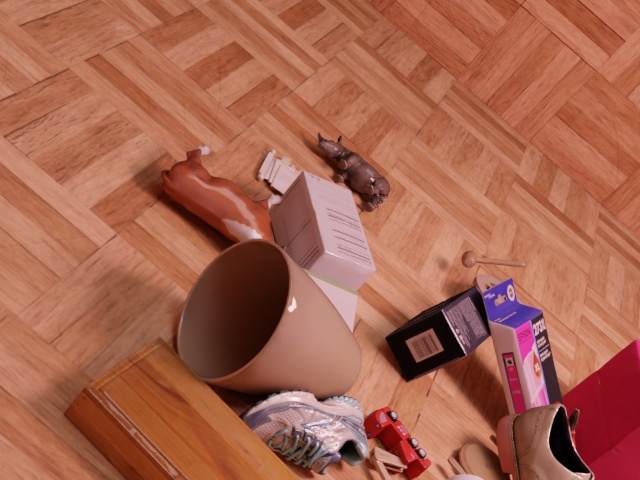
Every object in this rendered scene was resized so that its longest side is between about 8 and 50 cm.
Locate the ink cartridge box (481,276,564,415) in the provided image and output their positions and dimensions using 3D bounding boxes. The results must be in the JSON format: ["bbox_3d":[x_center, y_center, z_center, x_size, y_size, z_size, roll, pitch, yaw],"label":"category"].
[{"bbox_3d":[0.440,0.269,2.258,0.175,0.069,0.371,-17,93,-57],"label":"ink cartridge box"}]

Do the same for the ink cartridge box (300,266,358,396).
[{"bbox_3d":[-0.019,0.178,2.020,0.171,0.056,0.235,25,57,-27],"label":"ink cartridge box"}]

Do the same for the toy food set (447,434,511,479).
[{"bbox_3d":[0.319,0.456,2.067,0.192,0.038,0.132,-8,51,-52],"label":"toy food set"}]

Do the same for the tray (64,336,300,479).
[{"bbox_3d":[-0.168,0.343,1.591,0.411,0.076,0.203,44,29,6],"label":"tray"}]

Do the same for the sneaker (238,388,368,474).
[{"bbox_3d":[-0.020,0.324,1.763,0.283,0.110,0.122,8,50,-42],"label":"sneaker"}]

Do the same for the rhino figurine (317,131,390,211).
[{"bbox_3d":[0.075,-0.178,2.596,0.243,0.073,0.106,46,33,11],"label":"rhino figurine"}]

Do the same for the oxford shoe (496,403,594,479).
[{"bbox_3d":[0.449,0.501,1.996,0.140,0.146,0.397,10,58,-46],"label":"oxford shoe"}]

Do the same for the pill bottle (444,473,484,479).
[{"bbox_3d":[0.254,0.512,1.821,0.119,0.119,0.208,32,31,-17],"label":"pill bottle"}]

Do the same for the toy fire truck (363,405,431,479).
[{"bbox_3d":[0.130,0.395,1.906,0.135,0.047,0.192,-9,56,-53],"label":"toy fire truck"}]

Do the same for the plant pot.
[{"bbox_3d":[-0.059,0.170,1.816,0.274,0.256,0.256,34,27,-39],"label":"plant pot"}]

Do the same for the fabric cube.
[{"bbox_3d":[0.717,0.434,2.349,0.254,0.259,0.258,34,32,-15],"label":"fabric cube"}]

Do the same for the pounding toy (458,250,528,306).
[{"bbox_3d":[0.430,0.133,2.513,0.269,0.155,0.154,44,24,5],"label":"pounding toy"}]

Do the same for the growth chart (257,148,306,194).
[{"bbox_3d":[-0.043,-0.110,2.413,0.237,0.021,0.172,40,28,-2],"label":"growth chart"}]

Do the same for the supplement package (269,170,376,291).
[{"bbox_3d":[0.000,0.000,2.193,0.133,0.139,0.244,21,36,-31],"label":"supplement package"}]

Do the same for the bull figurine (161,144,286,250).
[{"bbox_3d":[-0.175,-0.062,2.110,0.310,0.101,0.188,39,25,-9],"label":"bull figurine"}]

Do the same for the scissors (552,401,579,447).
[{"bbox_3d":[0.504,0.379,2.114,0.297,0.021,0.109,72,6,-83],"label":"scissors"}]

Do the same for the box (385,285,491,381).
[{"bbox_3d":[0.256,0.192,2.205,0.207,0.153,0.108,-23,84,-58],"label":"box"}]
